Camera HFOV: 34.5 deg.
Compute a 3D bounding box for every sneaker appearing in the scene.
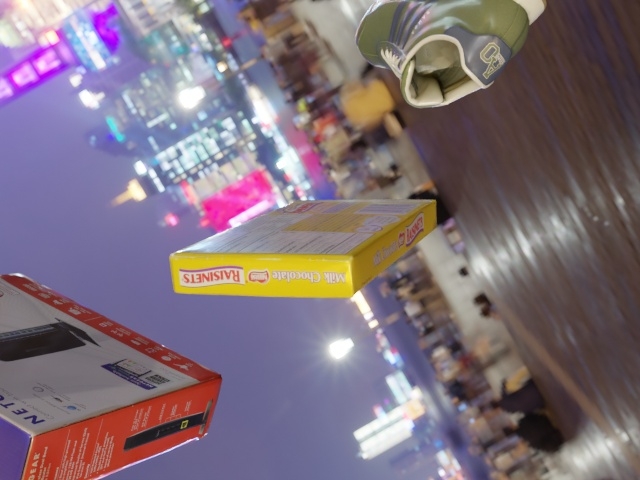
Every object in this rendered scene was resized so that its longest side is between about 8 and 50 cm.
[{"bbox_3d":[0.075,-0.138,0.759,0.064,0.086,0.192,38,161,-27],"label":"sneaker"}]

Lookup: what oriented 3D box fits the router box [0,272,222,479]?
[{"bbox_3d":[-0.329,0.145,1.131,0.335,0.082,0.301,22,-166,25],"label":"router box"}]

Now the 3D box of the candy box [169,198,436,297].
[{"bbox_3d":[0.000,0.000,0.637,0.206,0.105,0.027,-29,-64,-68],"label":"candy box"}]
